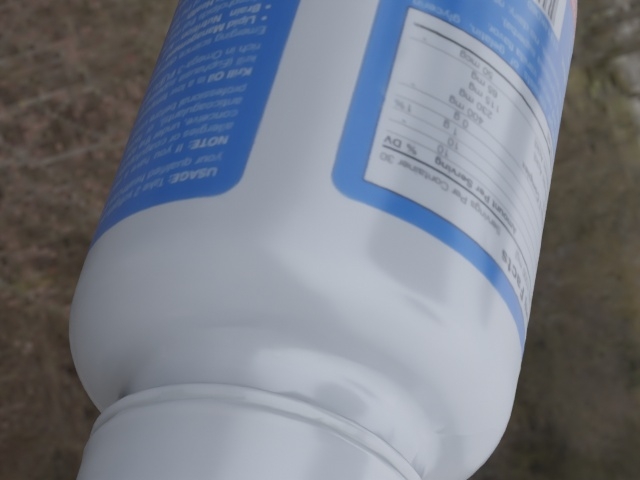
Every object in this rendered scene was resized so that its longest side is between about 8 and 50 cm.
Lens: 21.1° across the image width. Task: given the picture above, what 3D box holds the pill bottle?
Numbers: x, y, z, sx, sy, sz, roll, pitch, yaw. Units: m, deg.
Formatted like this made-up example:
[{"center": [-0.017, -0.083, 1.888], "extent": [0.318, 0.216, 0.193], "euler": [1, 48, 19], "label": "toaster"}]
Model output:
[{"center": [0.000, 0.000, 0.489], "extent": [0.124, 0.124, 0.221], "euler": [64, 33, -46], "label": "pill bottle"}]
